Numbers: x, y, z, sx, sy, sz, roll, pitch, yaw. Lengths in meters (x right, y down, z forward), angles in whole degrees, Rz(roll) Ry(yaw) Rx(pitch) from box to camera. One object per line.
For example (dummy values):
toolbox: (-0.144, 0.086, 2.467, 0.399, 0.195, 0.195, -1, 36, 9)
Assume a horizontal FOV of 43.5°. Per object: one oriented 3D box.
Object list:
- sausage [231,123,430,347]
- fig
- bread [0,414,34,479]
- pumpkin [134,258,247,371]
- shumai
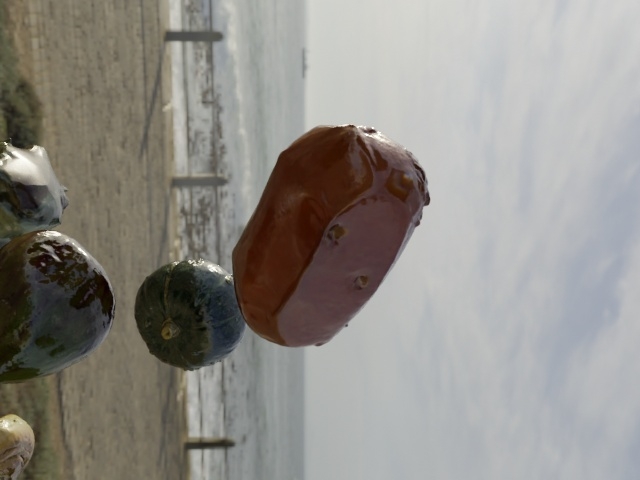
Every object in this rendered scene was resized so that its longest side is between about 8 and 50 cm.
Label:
sausage: (0.000, 0.001, 0.829, 0.268, 0.153, 0.141, -58, -145, 32)
fig: (-0.232, 0.063, 0.628, 0.154, 0.109, 0.103, -48, 157, -45)
bread: (-0.522, 0.350, 1.164, 0.236, 0.120, 0.198, -50, 175, -13)
pumpkin: (-0.209, 0.118, 1.290, 0.146, 0.190, 0.190, -37, 139, -42)
shumai: (-0.390, 0.018, 0.869, 0.225, 0.222, 0.260, -8, 99, -64)
